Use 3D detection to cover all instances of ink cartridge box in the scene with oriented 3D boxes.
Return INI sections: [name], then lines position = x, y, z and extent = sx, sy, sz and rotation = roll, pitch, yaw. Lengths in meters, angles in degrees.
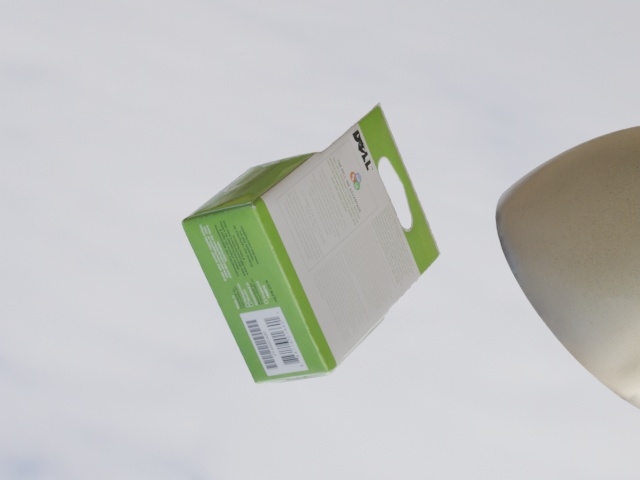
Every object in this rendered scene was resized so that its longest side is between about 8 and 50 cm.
[ink cartridge box]
position = 0.000, 0.000, 1.815
extent = 0.097, 0.189, 0.255
rotation = -12, -161, 37

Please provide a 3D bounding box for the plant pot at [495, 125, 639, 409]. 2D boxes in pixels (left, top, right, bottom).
[plant pot]
position = 0.328, -0.001, 1.660
extent = 0.284, 0.191, 0.284
rotation = 32, -149, -22
